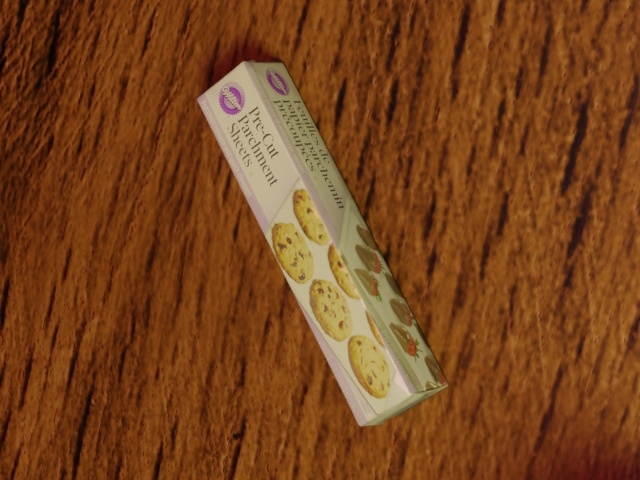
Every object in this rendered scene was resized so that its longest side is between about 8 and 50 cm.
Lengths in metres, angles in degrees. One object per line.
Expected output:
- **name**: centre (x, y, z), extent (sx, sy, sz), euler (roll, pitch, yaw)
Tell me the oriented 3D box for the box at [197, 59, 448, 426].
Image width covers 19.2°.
- **box**: centre (0.000, 0.000, 1.604), extent (0.067, 0.063, 0.324), euler (-34, 76, 32)
